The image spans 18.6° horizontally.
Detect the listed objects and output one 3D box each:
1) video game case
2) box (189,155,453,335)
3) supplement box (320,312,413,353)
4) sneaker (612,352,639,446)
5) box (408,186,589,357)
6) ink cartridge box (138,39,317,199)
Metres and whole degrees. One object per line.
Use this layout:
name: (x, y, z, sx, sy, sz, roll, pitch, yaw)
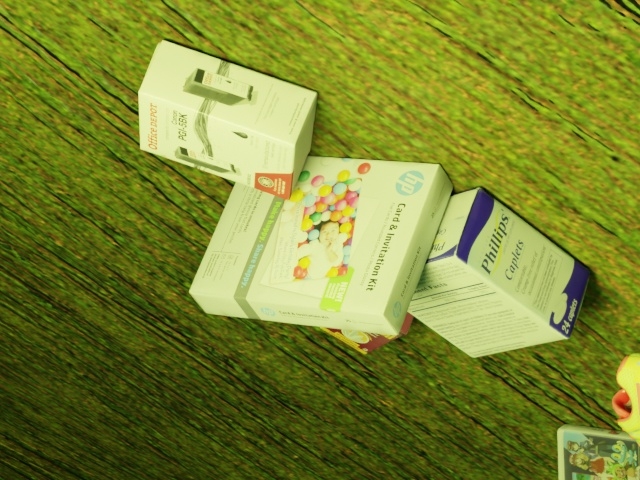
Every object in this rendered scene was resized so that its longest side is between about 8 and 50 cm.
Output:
video game case: (0.318, 0.284, 1.889, 0.183, 0.023, 0.201, 5, 107, 30)
box: (0.000, 0.000, 1.607, 0.186, 0.145, 0.038, 6, 150, 30)
supplement box: (0.046, 0.067, 1.809, 0.055, 0.043, 0.083, 32, 151, -15)
sneaker: (0.310, 0.162, 1.759, 0.094, 0.081, 0.208, 16, 146, 24)
box: (0.131, 0.029, 1.642, 0.137, 0.072, 0.126, 35, 151, -25)
ink cartridge box: (-0.077, -0.096, 1.585, 0.135, 0.056, 0.099, 19, 154, 6)
